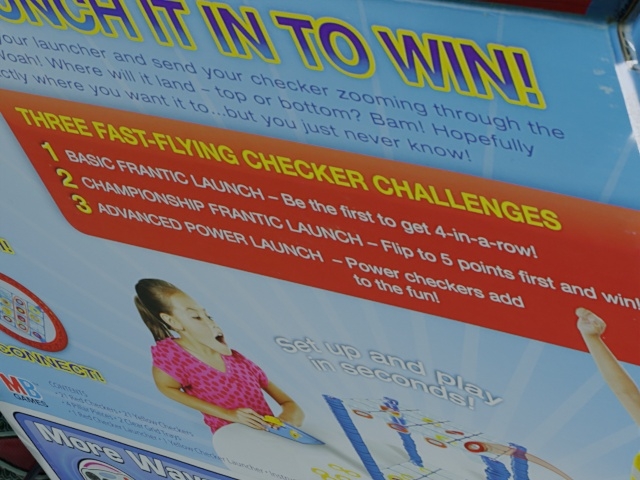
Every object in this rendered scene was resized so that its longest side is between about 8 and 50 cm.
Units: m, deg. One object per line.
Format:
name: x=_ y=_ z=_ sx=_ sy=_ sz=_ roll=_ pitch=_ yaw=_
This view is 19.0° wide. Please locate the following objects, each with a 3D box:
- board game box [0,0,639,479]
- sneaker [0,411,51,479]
board game box: x=0.000 y=0.000 z=0.560 sx=0.308 sy=0.086 sz=0.302 roll=13 pitch=145 yaw=33
sneaker: x=-0.123 y=0.099 z=0.812 sx=0.299 sy=0.112 sz=0.121 roll=14 pitch=146 yaw=32
